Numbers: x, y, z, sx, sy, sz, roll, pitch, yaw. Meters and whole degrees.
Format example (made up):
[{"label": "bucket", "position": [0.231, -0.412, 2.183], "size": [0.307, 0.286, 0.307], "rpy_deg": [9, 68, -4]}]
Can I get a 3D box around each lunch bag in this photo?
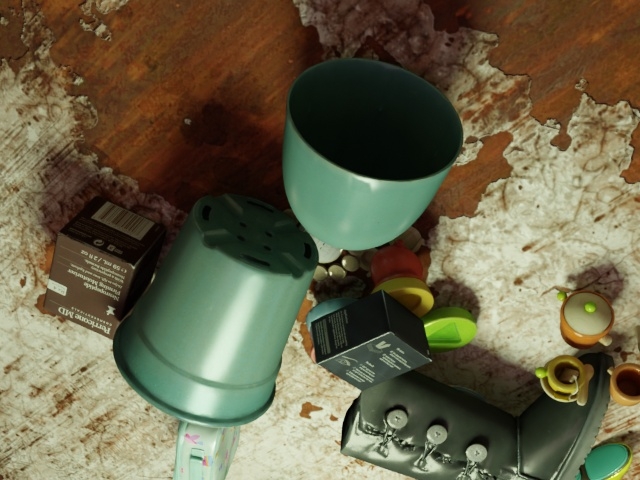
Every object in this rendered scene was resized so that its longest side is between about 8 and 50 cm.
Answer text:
[{"label": "lunch bag", "position": [-0.252, 0.443, 1.965], "size": [0.107, 0.224, 0.279], "rpy_deg": [13, 123, 8]}]

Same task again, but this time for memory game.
[{"label": "memory game", "position": [0.000, 0.000, 1.751], "size": [0.186, 0.012, 0.186], "rpy_deg": [11, 123, 18]}]

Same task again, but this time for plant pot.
[{"label": "plant pot", "position": [-0.181, 0.113, 1.706], "size": [0.341, 0.341, 0.334], "rpy_deg": [26, 116, 0]}, {"label": "plant pot", "position": [0.066, -0.126, 1.523], "size": [0.293, 0.293, 0.235], "rpy_deg": [21, 138, 3]}]

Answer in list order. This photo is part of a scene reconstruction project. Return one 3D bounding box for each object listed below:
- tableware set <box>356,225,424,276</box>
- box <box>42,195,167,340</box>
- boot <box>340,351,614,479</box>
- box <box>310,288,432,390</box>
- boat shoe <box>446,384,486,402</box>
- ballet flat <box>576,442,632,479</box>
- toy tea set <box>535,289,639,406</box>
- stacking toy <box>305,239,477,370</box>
[{"label": "tableware set", "position": [0.104, -0.013, 1.721], "size": [0.141, 0.020, 0.169], "rpy_deg": [-34, 106, 29]}, {"label": "box", "position": [-0.438, 0.054, 1.826], "size": [0.168, 0.167, 0.203], "rpy_deg": [23, 123, 2]}, {"label": "boot", "position": [0.296, 0.315, 1.736], "size": [0.445, 0.146, 0.367], "rpy_deg": [21, 96, 6]}, {"label": "box", "position": [0.092, 0.183, 1.623], "size": [0.158, 0.093, 0.156], "rpy_deg": [-26, 141, 23]}, {"label": "boat shoe", "position": [0.250, 0.336, 1.843], "size": [0.183, 0.066, 0.066], "rpy_deg": [12, 132, 0]}, {"label": "ballet flat", "position": [0.562, 0.487, 1.858], "size": [0.077, 0.077, 0.231], "rpy_deg": [30, 128, -28]}, {"label": "toy tea set", "position": [0.563, 0.202, 1.601], "size": [0.335, 0.200, 0.124], "rpy_deg": [9, 152, 10]}, {"label": "stacking toy", "position": [0.138, 0.144, 1.770], "size": [0.279, 0.130, 0.309], "rpy_deg": [22, 134, -36]}]
